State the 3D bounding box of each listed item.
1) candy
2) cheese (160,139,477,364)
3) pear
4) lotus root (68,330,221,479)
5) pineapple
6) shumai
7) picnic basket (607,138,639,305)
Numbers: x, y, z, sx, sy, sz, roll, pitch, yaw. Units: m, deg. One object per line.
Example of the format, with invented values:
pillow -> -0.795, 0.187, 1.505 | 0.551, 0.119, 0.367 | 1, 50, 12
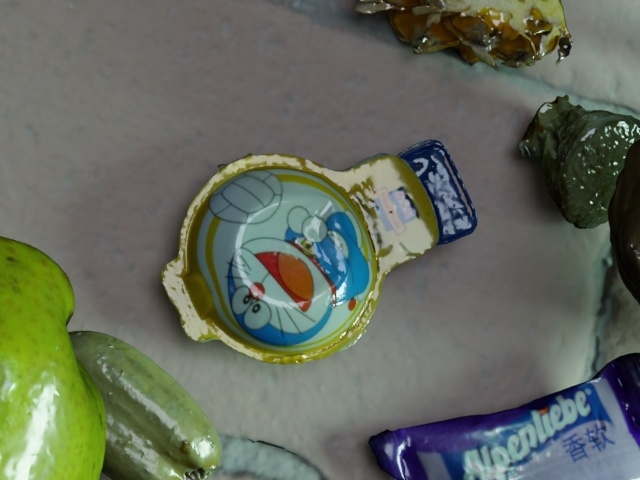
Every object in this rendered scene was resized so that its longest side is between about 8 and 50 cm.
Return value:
candy -> 0.179, 0.191, 1.452 | 0.275, 0.070, 0.145 | -16, 76, -16
cheese -> 0.000, 0.000, 1.436 | 0.270, 0.069, 0.177 | -24, 86, -21
pear -> -0.267, 0.112, 1.224 | 0.292, 0.159, 0.292 | -1, 59, 2
lotus root -> -0.156, 0.125, 1.351 | 0.183, 0.077, 0.090 | 37, 92, 2
pineapple -> 0.118, -0.242, 1.522 | 0.236, 0.114, 0.186 | 30, 70, -20
shumai -> 0.221, -0.074, 1.525 | 0.099, 0.124, 0.087 | -37, 49, -12
picnic basket -> 0.402, -0.048, 1.473 | 0.337, 0.337, 0.293 | -45, 105, -21
